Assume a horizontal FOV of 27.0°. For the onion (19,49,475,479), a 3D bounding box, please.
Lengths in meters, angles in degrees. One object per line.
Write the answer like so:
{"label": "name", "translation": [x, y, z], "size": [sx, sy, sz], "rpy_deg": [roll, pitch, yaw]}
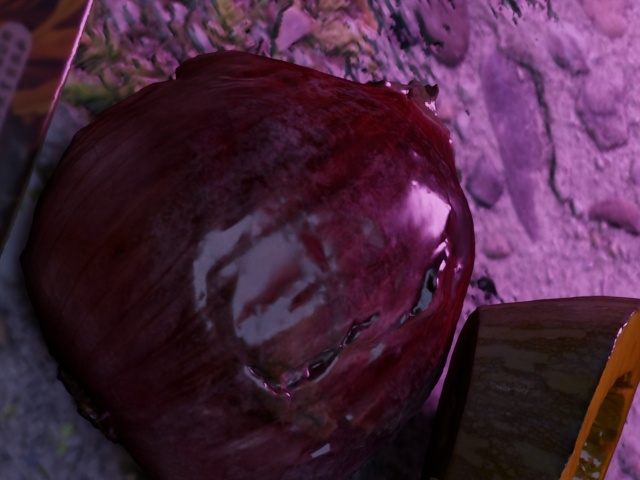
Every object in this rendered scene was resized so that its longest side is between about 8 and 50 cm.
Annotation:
{"label": "onion", "translation": [0.000, 0.000, 0.675], "size": [0.283, 0.120, 0.227], "rpy_deg": [-48, 115, -29]}

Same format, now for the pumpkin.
{"label": "pumpkin", "translation": [0.103, 0.118, 0.725], "size": [0.110, 0.217, 0.217], "rpy_deg": [23, 66, 14]}

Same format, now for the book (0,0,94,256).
{"label": "book", "translation": [-0.303, -0.130, 0.534], "size": [0.428, 0.039, 0.300], "rpy_deg": [26, 70, -29]}
